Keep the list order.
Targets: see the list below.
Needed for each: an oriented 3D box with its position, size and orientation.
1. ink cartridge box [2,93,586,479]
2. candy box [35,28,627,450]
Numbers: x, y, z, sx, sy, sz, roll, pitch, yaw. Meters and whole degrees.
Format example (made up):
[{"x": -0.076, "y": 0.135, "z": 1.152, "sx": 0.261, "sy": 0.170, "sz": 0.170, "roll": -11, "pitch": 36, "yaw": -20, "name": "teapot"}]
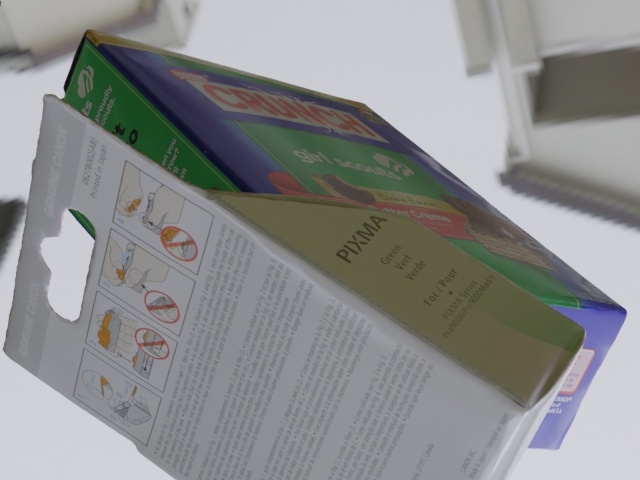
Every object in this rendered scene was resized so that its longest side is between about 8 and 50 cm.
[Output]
[{"x": -0.022, "y": 0.045, "z": 0.731, "sx": 0.224, "sy": 0.181, "sz": 0.056, "roll": 35, "pitch": -131, "yaw": 13, "name": "ink cartridge box"}, {"x": 0.000, "y": 0.000, "z": 1.171, "sx": 0.268, "sy": 0.122, "sz": 0.317, "roll": 9, "pitch": -157, "yaw": -42, "name": "candy box"}]
